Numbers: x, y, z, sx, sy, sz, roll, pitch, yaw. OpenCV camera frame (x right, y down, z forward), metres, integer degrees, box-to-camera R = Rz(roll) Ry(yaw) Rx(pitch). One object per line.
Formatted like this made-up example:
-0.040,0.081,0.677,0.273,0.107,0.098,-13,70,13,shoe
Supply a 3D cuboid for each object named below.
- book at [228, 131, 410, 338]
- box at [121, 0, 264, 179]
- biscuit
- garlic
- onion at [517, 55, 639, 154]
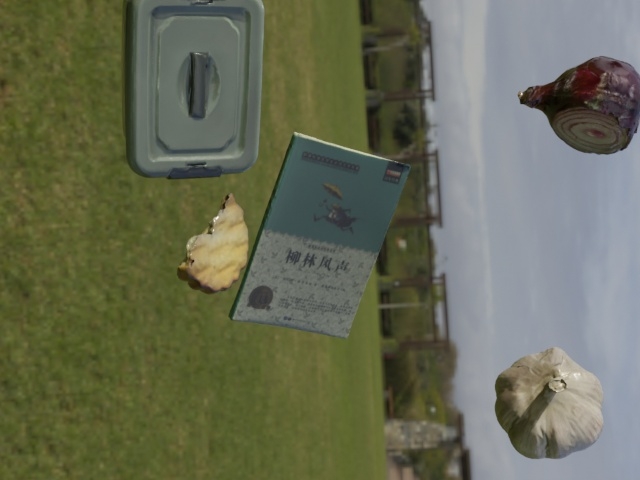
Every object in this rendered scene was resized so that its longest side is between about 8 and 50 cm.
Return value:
0.000,0.000,1.947,0.031,0.264,0.379,43,-63,57,book
-0.123,-0.149,0.923,0.093,0.124,0.172,-139,-131,-58,box
-0.171,0.019,1.622,0.118,0.061,0.183,63,36,-30,biscuit
0.427,0.287,1.907,0.212,0.218,0.219,73,14,-60,garlic
0.464,-0.252,1.825,0.195,0.218,0.140,51,56,-75,onion
